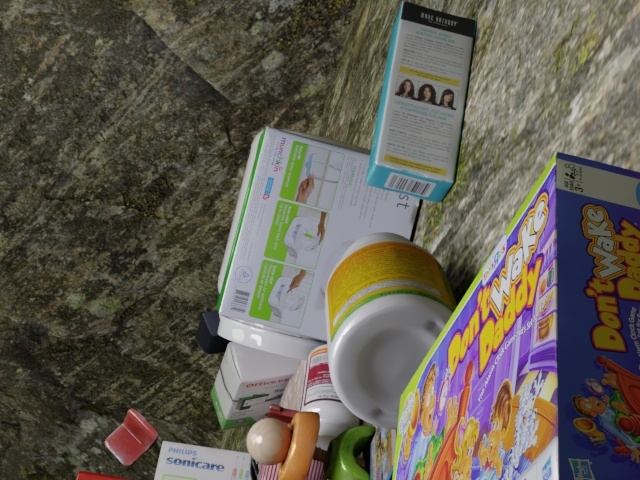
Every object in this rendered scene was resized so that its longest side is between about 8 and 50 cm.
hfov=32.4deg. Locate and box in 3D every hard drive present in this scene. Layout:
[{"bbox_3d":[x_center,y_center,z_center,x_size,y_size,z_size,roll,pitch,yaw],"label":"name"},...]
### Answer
[{"bbox_3d":[-0.109,0.158,2.140,0.172,0.255,0.054,119,137,-65],"label":"hard drive"}]

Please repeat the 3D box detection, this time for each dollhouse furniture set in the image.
[{"bbox_3d":[-0.169,0.344,1.641,0.152,0.374,0.201,107,173,-67],"label":"dollhouse furniture set"}]

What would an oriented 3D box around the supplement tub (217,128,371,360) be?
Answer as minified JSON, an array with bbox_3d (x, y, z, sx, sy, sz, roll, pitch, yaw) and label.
[{"bbox_3d":[-0.025,0.009,1.698,0.235,0.235,0.324,-166,90,-84],"label":"supplement tub"}]

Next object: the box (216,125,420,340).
[{"bbox_3d":[0.000,0.000,1.518,0.127,0.231,0.262,-171,94,-83],"label":"box"}]

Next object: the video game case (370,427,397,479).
[{"bbox_3d":[0.086,0.223,1.262,0.119,0.015,0.166,-86,12,-53],"label":"video game case"}]

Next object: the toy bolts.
[{"bbox_3d":[-0.038,0.353,1.410,0.218,0.158,0.228,111,171,-46],"label":"toy bolts"}]

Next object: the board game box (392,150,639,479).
[{"bbox_3d":[0.131,0.140,0.765,0.347,0.078,0.233,112,170,-52],"label":"board game box"}]

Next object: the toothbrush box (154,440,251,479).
[{"bbox_3d":[-0.221,0.526,2.230,0.283,0.206,0.122,96,-177,-55],"label":"toothbrush box"}]

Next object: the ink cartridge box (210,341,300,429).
[{"bbox_3d":[-0.115,0.277,2.179,0.219,0.160,0.092,112,144,-54],"label":"ink cartridge box"}]

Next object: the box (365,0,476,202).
[{"bbox_3d":[0.127,-0.176,1.381,0.060,0.101,0.244,116,167,-64],"label":"box"}]

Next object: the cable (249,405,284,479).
[{"bbox_3d":[-0.093,0.378,1.910,0.150,0.047,0.184,-128,53,-79],"label":"cable"}]

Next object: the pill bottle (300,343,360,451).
[{"bbox_3d":[0.016,0.227,1.546,0.086,0.086,0.152,111,171,-47],"label":"pill bottle"}]

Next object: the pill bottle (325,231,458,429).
[{"bbox_3d":[0.073,0.078,1.134,0.245,0.136,0.136,-94,19,-70],"label":"pill bottle"}]

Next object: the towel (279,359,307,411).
[{"bbox_3d":[-0.057,0.384,2.004,0.332,0.053,0.317,113,169,-50],"label":"towel"}]
